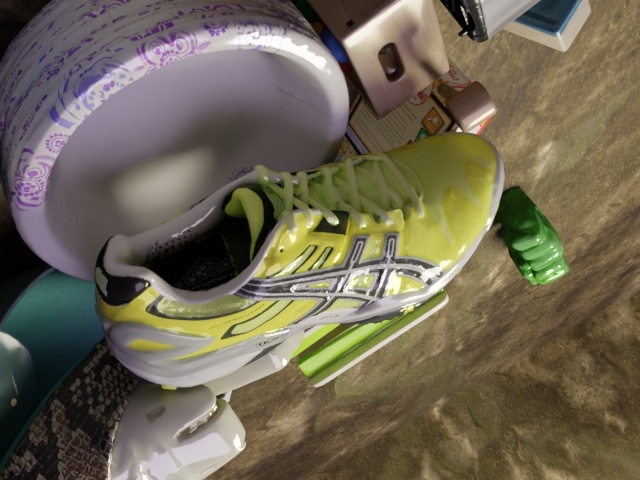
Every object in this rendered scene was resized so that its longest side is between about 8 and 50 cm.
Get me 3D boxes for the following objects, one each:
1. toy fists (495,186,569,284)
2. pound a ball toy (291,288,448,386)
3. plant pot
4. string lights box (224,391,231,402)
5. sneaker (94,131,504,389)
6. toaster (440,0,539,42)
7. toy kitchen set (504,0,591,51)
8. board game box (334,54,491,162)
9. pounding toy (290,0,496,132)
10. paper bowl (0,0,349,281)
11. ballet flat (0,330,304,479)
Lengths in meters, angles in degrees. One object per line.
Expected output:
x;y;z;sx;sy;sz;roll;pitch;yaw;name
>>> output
0.414;0.008;1.310;0.096;0.142;0.279;-37;152;7;toy fists
0.054;0.060;1.072;0.319;0.136;0.208;-35;127;3;pound a ball toy
-0.307;0.164;0.726;0.195;0.290;0.290;-4;164;26;plant pot
-0.271;0.247;1.054;0.259;0.077;0.133;-18;150;-25;string lights box
0.000;0.000;0.561;0.384;0.145;0.147;-27;153;-14;sneaker
0.113;-0.265;0.522;0.110;0.186;0.168;-34;152;11;toaster
0.227;-0.329;0.650;0.207;0.122;0.166;-59;147;5;toy kitchen set
0.093;-0.123;0.767;0.045;0.147;0.193;-7;144;-39;board game box
0.062;-0.163;0.607;0.094;0.206;0.181;-35;152;4;pounding toy
-0.129;-0.103;0.567;0.284;0.148;0.284;-25;151;-15;paper bowl
-0.125;0.124;0.672;0.483;0.182;0.164;-59;144;-48;ballet flat
